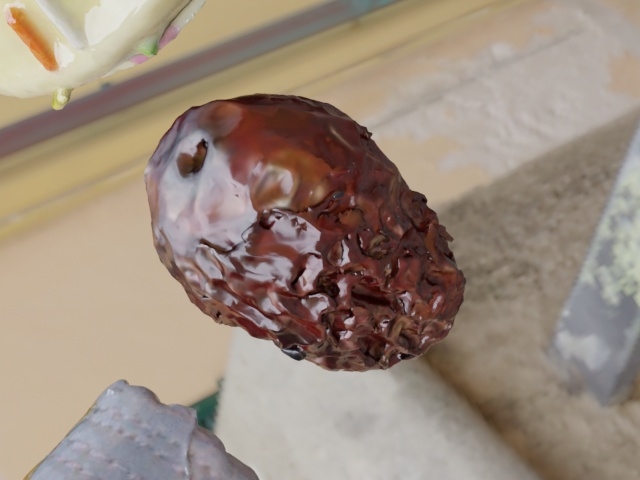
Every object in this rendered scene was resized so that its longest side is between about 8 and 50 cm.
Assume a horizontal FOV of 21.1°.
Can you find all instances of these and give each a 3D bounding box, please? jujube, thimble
[{"bbox_3d":[0.002,0.002,0.697,0.104,0.166,0.104,-21,56,34],"label":"jujube"},{"bbox_3d":[-0.122,0.183,1.200,0.151,0.118,0.127,30,153,29],"label":"thimble"}]

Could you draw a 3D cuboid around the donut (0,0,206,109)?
[{"bbox_3d":[-0.160,-0.236,0.977,0.371,0.150,0.307,22,90,51],"label":"donut"}]
